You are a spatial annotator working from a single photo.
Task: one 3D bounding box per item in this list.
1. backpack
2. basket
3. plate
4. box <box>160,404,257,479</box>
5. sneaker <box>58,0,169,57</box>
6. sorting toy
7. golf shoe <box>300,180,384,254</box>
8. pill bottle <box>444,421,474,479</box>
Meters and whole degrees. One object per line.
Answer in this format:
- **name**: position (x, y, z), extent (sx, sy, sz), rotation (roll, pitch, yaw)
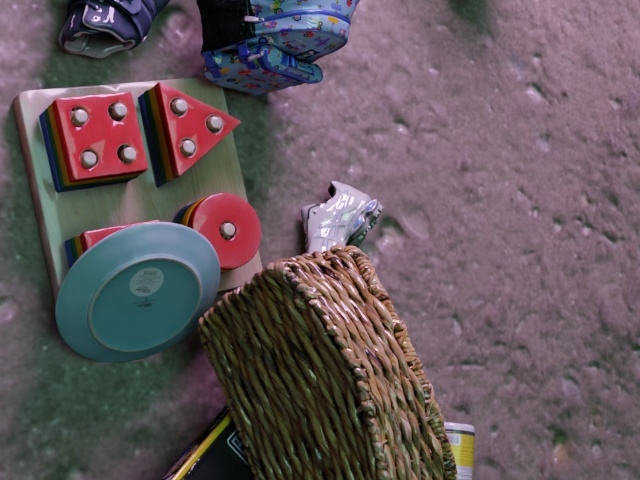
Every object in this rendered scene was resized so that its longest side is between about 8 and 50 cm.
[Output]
- **backpack**: position (-0.040, -0.248, 1.328), extent (0.158, 0.173, 0.117), rotation (9, 75, -64)
- **basket**: position (0.047, 0.158, 1.205), extent (0.223, 0.213, 0.299), rotation (-7, 67, -44)
- **plate**: position (-0.190, 0.064, 1.204), extent (0.188, 0.024, 0.188), rotation (-17, 132, -20)
- **box**: position (-0.034, 0.343, 1.219), extent (0.322, 0.079, 0.257), rotation (49, 39, -4)
- **sneaker**: position (-0.275, -0.310, 1.263), extent (0.226, 0.086, 0.163), rotation (38, 60, -22)
- **sorting toy**: position (-0.186, -0.060, 1.266), extent (0.255, 0.089, 0.257), rotation (-10, 86, -34)
- **golf shoe**: position (0.000, 0.000, 1.401), extent (0.086, 0.069, 0.176), rotation (36, 60, 4)
- **pill bottle**: position (0.163, 0.293, 1.431), extent (0.065, 0.065, 0.116), rotation (13, 74, -30)
